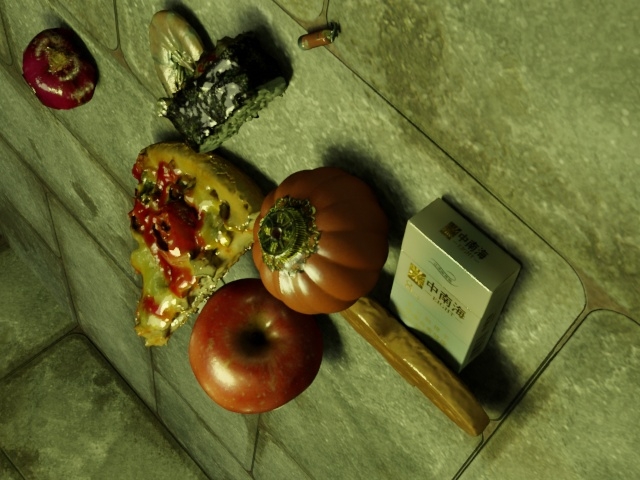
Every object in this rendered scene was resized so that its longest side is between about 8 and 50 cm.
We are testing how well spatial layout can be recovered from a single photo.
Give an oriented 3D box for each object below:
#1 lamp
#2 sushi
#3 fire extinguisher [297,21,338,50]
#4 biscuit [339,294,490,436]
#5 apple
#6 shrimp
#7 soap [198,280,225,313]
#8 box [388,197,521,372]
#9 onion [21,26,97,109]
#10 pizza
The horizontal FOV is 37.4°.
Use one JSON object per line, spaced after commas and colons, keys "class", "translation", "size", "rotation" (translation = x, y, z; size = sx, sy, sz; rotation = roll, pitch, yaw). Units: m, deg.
{"class": "lamp", "translation": [0.000, 0.000, 1.408], "size": [0.223, 0.196, 0.223], "rotation": [-6, 80, 40]}
{"class": "sushi", "translation": [-0.140, -0.230, 1.443], "size": [0.212, 0.147, 0.115], "rotation": [-37, 84, 48]}
{"class": "fire extinguisher", "translation": [-0.001, -0.273, 1.266], "size": [0.083, 0.022, 0.028], "rotation": [3, 95, 59]}
{"class": "biscuit", "translation": [0.134, 0.174, 1.503], "size": [0.355, 0.052, 0.275], "rotation": [39, 171, 39]}
{"class": "apple", "translation": [-0.130, 0.202, 1.825], "size": [0.260, 0.260, 0.216], "rotation": [51, 159, 5]}
{"class": "shrimp", "translation": [-0.215, -0.272, 1.600], "size": [0.145, 0.059, 0.254], "rotation": [15, 131, 39]}
{"class": "soap", "translation": [-0.258, 0.127, 2.177], "size": [0.183, 0.064, 0.121], "rotation": [58, 156, -8]}
{"class": "box", "translation": [0.181, 0.068, 1.335], "size": [0.155, 0.067, 0.243], "rotation": [41, 153, 22]}
{"class": "onion", "translation": [-0.561, -0.342, 2.010], "size": [0.173, 0.135, 0.198], "rotation": [52, 157, 10]}
{"class": "pizza", "translation": [-0.277, 0.021, 1.781], "size": [0.440, 0.130, 0.406], "rotation": [25, 101, 49]}
